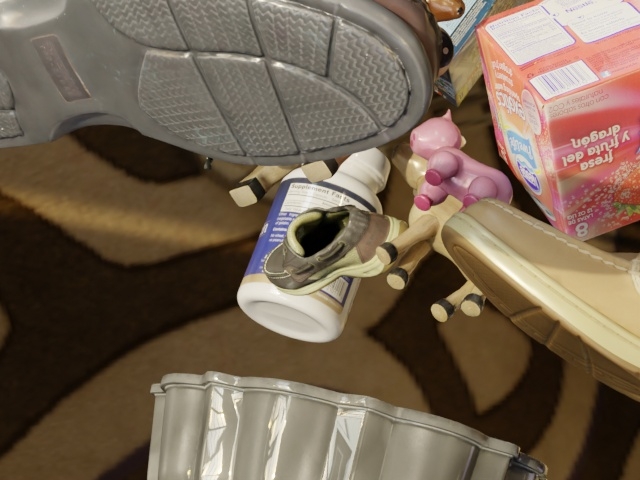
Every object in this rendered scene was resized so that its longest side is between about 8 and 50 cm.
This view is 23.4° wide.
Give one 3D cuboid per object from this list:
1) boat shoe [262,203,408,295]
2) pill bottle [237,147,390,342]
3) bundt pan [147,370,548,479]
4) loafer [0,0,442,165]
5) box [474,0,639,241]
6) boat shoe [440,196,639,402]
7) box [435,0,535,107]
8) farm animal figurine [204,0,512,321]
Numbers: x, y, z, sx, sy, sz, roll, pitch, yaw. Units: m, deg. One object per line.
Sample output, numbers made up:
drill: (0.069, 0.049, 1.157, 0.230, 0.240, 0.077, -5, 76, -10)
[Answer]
boat shoe: (0.000, 0.001, 1.541, 0.073, 0.223, 0.080, 35, 67, -23)
pill bottle: (-0.002, -0.007, 2.124, 0.153, 0.153, 0.265, 36, 64, -33)
bundt pan: (0.010, 0.211, 1.239, 0.331, 0.331, 0.124, 26, 70, -38)
loafer: (-0.077, -0.103, 0.730, 0.095, 0.302, 0.109, -60, 141, -41)
box: (0.295, -0.137, 1.249, 0.300, 0.154, 0.142, -21, 127, -6)
boat shoe: (0.243, 0.056, 1.040, 0.341, 0.121, 0.110, 32, 83, 4)
box: (0.172, -0.238, 1.660, 0.044, 0.233, 0.159, 36, 89, 9)
farm animal figurine: (0.044, -0.109, 1.343, 0.172, 0.326, 0.330, -45, 127, -40)
